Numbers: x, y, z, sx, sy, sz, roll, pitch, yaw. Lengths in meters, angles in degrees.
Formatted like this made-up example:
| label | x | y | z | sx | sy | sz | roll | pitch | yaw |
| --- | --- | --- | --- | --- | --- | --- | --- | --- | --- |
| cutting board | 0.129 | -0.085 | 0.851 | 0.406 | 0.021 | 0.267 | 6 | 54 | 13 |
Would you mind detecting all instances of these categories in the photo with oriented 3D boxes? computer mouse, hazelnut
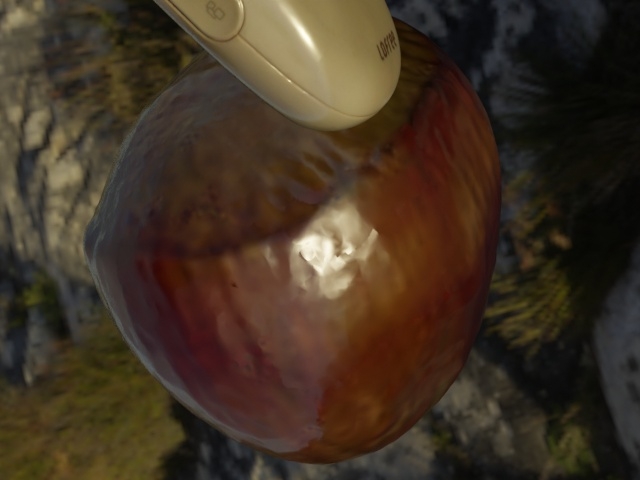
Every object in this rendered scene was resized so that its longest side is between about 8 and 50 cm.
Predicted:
| label | x | y | z | sx | sy | sz | roll | pitch | yaw |
| --- | --- | --- | --- | --- | --- | --- | --- | --- | --- |
| computer mouse | -0.042 | -0.167 | 0.865 | 0.236 | 0.145 | 0.082 | 46 | 119 | -2 |
| hazelnut | 0.000 | 0.000 | 1.323 | 0.353 | 0.421 | 0.420 | -23 | 81 | 34 |
